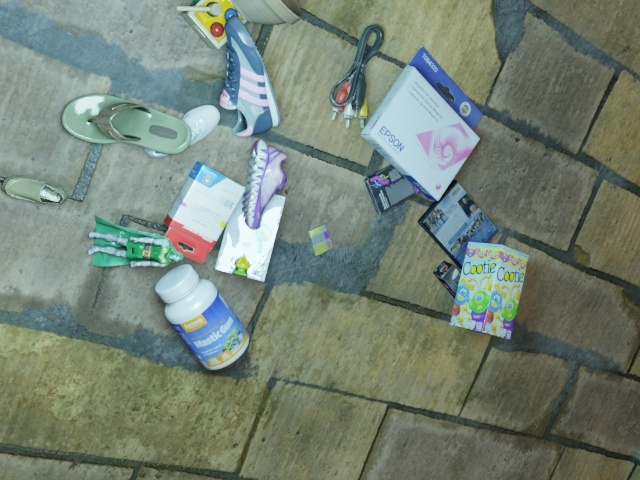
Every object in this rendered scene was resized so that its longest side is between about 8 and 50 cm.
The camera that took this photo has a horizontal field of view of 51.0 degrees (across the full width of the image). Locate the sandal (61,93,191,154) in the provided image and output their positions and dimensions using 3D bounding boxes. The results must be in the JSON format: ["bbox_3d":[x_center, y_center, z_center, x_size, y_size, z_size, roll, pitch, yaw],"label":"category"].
[{"bbox_3d":[-0.456,-0.281,1.586,0.303,0.086,0.120,9,87,-4],"label":"sandal"}]

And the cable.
[{"bbox_3d":[0.091,-0.461,1.857,0.139,0.072,0.287,10,90,-29],"label":"cable"}]

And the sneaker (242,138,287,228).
[{"bbox_3d":[-0.143,-0.145,1.781,0.104,0.095,0.236,12,85,-22],"label":"sneaker"}]

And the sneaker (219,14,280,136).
[{"bbox_3d":[-0.198,-0.392,1.664,0.131,0.112,0.319,-27,132,-10],"label":"sneaker"}]

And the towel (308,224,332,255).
[{"bbox_3d":[0.000,0.000,1.963,0.060,0.009,0.083,-25,113,-16],"label":"towel"}]

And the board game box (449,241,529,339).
[{"bbox_3d":[0.536,0.157,2.127,0.144,0.142,0.275,18,83,-35],"label":"board game box"}]

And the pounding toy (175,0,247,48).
[{"bbox_3d":[-0.269,-0.549,1.627,0.130,0.100,0.141,-47,119,-7],"label":"pounding toy"}]

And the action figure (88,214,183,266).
[{"bbox_3d":[-0.458,0.021,1.679,0.232,0.063,0.137,9,113,-2],"label":"action figure"}]

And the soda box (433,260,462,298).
[{"bbox_3d":[0.442,0.144,2.187,0.060,0.053,0.169,-46,119,-7],"label":"soda box"}]

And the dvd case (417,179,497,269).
[{"bbox_3d":[0.442,-0.047,2.150,0.180,0.022,0.253,-48,119,-4],"label":"dvd case"}]

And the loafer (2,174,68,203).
[{"bbox_3d":[-0.673,-0.119,1.589,0.148,0.050,0.056,7,101,-27],"label":"loafer"}]

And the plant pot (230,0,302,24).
[{"bbox_3d":[-0.155,-0.605,1.618,0.110,0.237,0.237,-33,120,20],"label":"plant pot"}]

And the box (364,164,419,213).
[{"bbox_3d":[0.218,-0.168,2.007,0.162,0.029,0.116,-30,114,-16],"label":"box"}]

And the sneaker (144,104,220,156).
[{"bbox_3d":[-0.336,-0.265,1.680,0.212,0.094,0.080,-35,116,-11],"label":"sneaker"}]

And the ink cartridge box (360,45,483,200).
[{"bbox_3d":[0.321,-0.340,1.965,0.324,0.071,0.330,38,82,-29],"label":"ink cartridge box"}]

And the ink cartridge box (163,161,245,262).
[{"bbox_3d":[-0.315,-0.073,1.755,0.134,0.078,0.231,29,91,-28],"label":"ink cartridge box"}]

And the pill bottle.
[{"bbox_3d":[-0.319,0.201,1.791,0.152,0.152,0.272,-37,117,-11],"label":"pill bottle"}]

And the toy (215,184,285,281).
[{"bbox_3d":[-0.190,-0.018,1.830,0.137,0.056,0.237,14,82,-3],"label":"toy"}]
